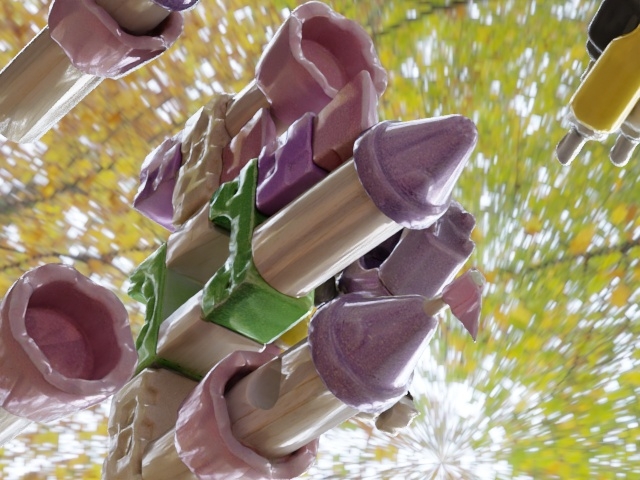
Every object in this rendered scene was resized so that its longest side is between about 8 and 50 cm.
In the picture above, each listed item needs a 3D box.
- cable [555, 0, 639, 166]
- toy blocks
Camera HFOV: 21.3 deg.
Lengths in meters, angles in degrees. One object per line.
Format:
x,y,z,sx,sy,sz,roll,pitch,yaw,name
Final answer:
0.220,-0.160,0.938,0.139,0.287,0.072,-25,-116,-36,cable
0.000,0.000,0.855,0.309,0.260,0.288,29,-137,-28,toy blocks
